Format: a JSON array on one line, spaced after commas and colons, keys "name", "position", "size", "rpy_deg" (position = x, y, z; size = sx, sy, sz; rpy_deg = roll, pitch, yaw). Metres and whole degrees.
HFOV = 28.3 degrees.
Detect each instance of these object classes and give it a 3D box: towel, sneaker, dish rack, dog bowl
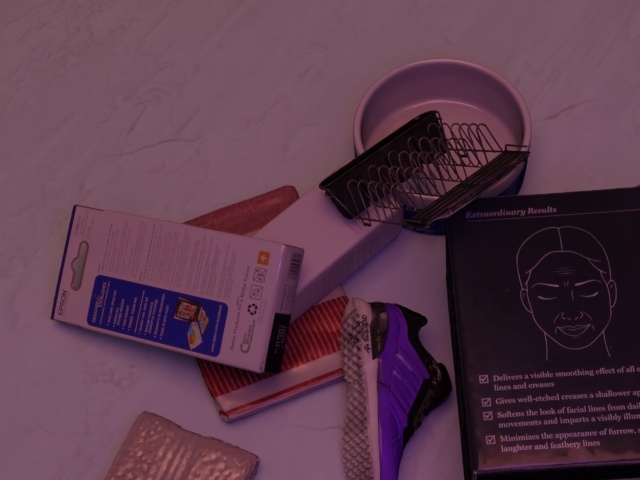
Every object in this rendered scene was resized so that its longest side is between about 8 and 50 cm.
[{"name": "towel", "position": [-0.087, 0.086, 1.841], "size": [0.237, 0.037, 0.329], "rpy_deg": [-20, 61, -10]}, {"name": "sneaker", "position": [0.110, 0.218, 1.704], "size": [0.146, 0.102, 0.293], "rpy_deg": [6, 67, -16]}, {"name": "towel", "position": [-0.214, 0.376, 1.667], "size": [0.187, 0.049, 0.282], "rpy_deg": [19, 61, 14]}, {"name": "dish rack", "position": [0.143, -0.092, 1.702], "size": [0.208, 0.074, 0.271], "rpy_deg": [-36, 19, -17]}, {"name": "dog bowl", "position": [0.182, -0.143, 1.915], "size": [0.265, 0.104, 0.265], "rpy_deg": [-2, 58, 3]}]

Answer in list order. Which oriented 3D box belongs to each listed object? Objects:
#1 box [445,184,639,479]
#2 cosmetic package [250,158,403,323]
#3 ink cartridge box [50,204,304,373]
[{"name": "box", "position": [0.322, 0.150, 1.661], "size": [0.294, 0.212, 0.395], "rpy_deg": [-4, 59, 3]}, {"name": "cosmetic package", "position": [0.000, 0.000, 1.823], "size": [0.231, 0.085, 0.117], "rpy_deg": [-39, 65, -18]}, {"name": "ink cartridge box", "position": [-0.207, 0.063, 1.776], "size": [0.371, 0.069, 0.175], "rpy_deg": [11, 89, 27]}]
